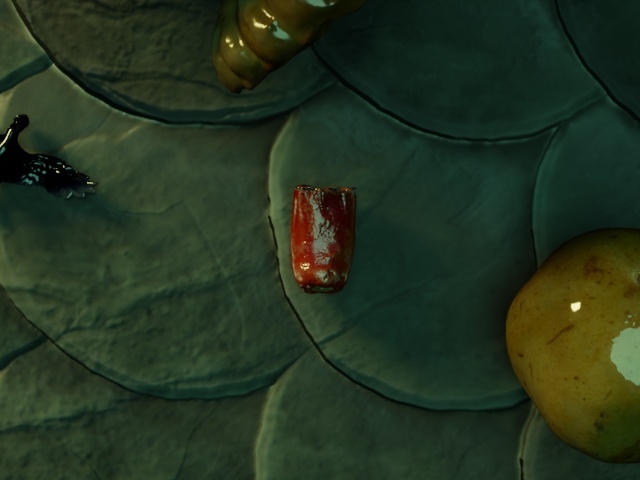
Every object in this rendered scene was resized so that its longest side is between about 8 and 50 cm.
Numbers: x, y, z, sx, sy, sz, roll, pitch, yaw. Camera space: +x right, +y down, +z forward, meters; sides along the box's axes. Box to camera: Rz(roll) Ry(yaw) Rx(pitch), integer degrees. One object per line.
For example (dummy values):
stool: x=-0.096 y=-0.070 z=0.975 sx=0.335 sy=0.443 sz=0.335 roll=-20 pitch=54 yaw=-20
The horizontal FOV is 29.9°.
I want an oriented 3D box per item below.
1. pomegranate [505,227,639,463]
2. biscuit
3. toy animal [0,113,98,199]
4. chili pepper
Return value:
pomegranate: x=0.329 y=0.116 z=1.301 sx=0.264 sy=0.264 sz=0.264 roll=0 pitch=94 yaw=-6
biscuit: x=0.011 y=-0.279 z=1.193 sx=0.325 sy=0.326 sz=0.107 roll=-43 pitch=98 yaw=-2
toy animal: x=-0.350 y=-0.090 z=1.306 sx=0.220 sy=0.062 sz=0.108 roll=28 pitch=73 yaw=-7
chili pepper: x=0.000 y=0.000 z=1.342 sx=0.070 sy=0.073 sz=0.123 roll=4 pitch=92 yaw=35
